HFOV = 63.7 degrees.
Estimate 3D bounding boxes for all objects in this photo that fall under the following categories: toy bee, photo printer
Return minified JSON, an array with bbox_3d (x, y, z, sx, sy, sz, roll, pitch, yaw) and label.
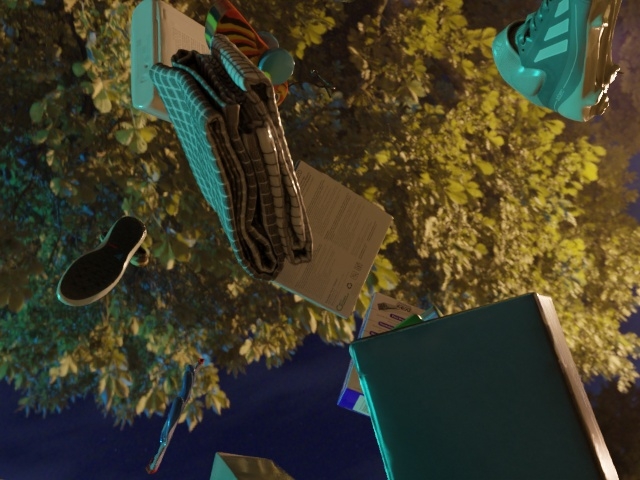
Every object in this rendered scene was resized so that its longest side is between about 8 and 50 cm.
[{"bbox_3d":[-0.117,-0.311,1.003,0.298,0.195,0.162,33,-72,-28],"label":"toy bee"},{"bbox_3d":[-0.303,-0.392,1.240,0.107,0.255,0.308,-10,-10,31],"label":"photo printer"}]

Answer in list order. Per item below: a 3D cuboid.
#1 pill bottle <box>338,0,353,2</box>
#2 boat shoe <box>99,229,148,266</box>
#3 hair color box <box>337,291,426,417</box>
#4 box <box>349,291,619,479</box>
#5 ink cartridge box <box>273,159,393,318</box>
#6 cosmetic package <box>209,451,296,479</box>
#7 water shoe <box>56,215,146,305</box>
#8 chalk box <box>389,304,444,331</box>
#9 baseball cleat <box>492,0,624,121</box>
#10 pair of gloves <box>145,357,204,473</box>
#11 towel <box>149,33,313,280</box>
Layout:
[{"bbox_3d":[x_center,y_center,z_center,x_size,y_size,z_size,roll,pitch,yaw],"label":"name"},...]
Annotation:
[{"bbox_3d":[-0.031,-0.504,0.920,0.220,0.122,0.122,-4,-52,-26],"label":"pill bottle"},{"bbox_3d":[-0.518,0.010,1.367,0.056,0.152,0.049,-48,-14,-56],"label":"boat shoe"},{"bbox_3d":[0.185,0.319,1.408,0.185,0.338,0.110,21,-44,4],"label":"hair color box"},{"bbox_3d":[0.238,0.236,0.671,0.212,0.293,0.396,-21,-15,23],"label":"box"},{"bbox_3d":[0.000,0.000,1.408,0.330,0.071,0.323,30,-102,-19],"label":"ink cartridge box"},{"bbox_3d":[-0.092,0.373,0.689,0.107,0.238,0.127,16,-105,-18],"label":"cosmetic package"},{"bbox_3d":[-0.362,0.045,0.868,0.073,0.203,0.080,35,-46,-7],"label":"water shoe"},{"bbox_3d":[0.221,0.230,1.019,0.132,0.132,0.213,-37,-77,11],"label":"chalk box"},{"bbox_3d":[0.187,-0.176,0.414,0.072,0.110,0.205,-51,-36,-17],"label":"baseball cleat"},{"bbox_3d":[-0.226,0.264,0.812,0.023,0.198,0.159,23,-96,-7],"label":"pair of gloves"},{"bbox_3d":[-0.120,-0.112,0.711,0.122,0.235,0.283,-23,-49,-11],"label":"towel"}]
